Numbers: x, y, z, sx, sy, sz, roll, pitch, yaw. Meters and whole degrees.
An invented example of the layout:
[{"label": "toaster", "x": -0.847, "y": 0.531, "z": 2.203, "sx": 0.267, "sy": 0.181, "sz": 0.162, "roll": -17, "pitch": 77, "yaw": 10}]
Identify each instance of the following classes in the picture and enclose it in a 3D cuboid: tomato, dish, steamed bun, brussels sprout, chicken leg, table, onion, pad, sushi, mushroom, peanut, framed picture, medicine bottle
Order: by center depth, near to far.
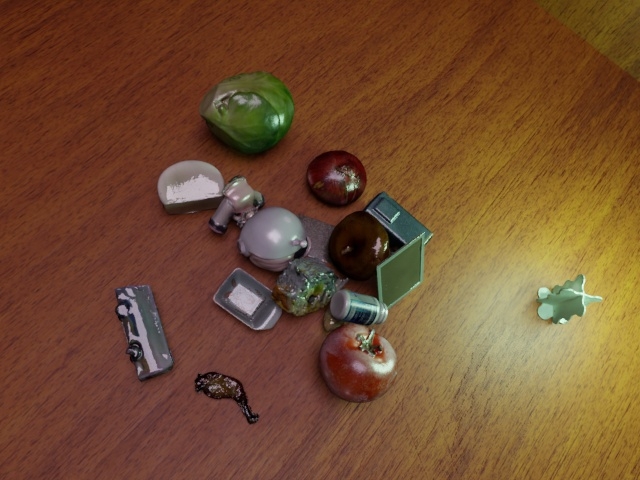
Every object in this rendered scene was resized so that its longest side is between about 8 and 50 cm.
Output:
[{"label": "chicken leg", "x": -0.303, "y": 0.515, "z": 1.656, "sx": 0.253, "sy": 0.051, "sz": 0.106, "roll": 33, "pitch": 74, "yaw": 2}, {"label": "tomato", "x": 0.122, "y": 0.420, "z": 1.665, "sx": 0.270, "sy": 0.227, "sz": 0.270, "roll": 19, "pitch": 28, "yaw": -11}, {"label": "medicine bottle", "x": 0.137, "y": 0.240, "z": 1.733, "sx": 0.191, "sy": 0.107, "sz": 0.107, "roll": 16, "pitch": 66, "yaw": -29}, {"label": "sushi", "x": -0.039, "y": 0.156, "z": 1.744, "sx": 0.139, "sy": 0.184, "sz": 0.274, "roll": 35, "pitch": 28, "yaw": 32}, {"label": "dish", "x": -0.251, "y": 0.222, "z": 1.763, "sx": 0.234, "sy": 0.064, "sz": 0.154, "roll": 35, "pitch": 68, "yaw": 4}, {"label": "framed picture", "x": 0.289, "y": 0.122, "z": 1.796, "sx": 0.232, "sy": 0.296, "sz": 0.019, "roll": -34, "pitch": 52, "yaw": -20}, {"label": "peanut", "x": 0.065, "y": 0.253, "z": 1.801, "sx": 0.082, "sy": 0.082, "sz": 0.187, "roll": 35, "pitch": 67, "yaw": 3}, {"label": "mushroom", "x": 0.153, "y": 0.017, "z": 1.824, "sx": 0.267, "sy": 0.254, "sz": 0.267, "roll": 4, "pitch": 100, "yaw": 26}, {"label": "steamed bun", "x": -0.475, "y": -0.200, "z": 1.829, "sx": 0.241, "sy": 0.146, "sz": 0.164, "roll": -11, "pitch": 75, "yaw": -12}, {"label": "brussels sprout", "x": -0.281, "y": -0.486, "z": 1.887, "sx": 0.354, "sy": 0.289, "sz": 0.281, "roll": 7, "pitch": 67, "yaw": -35}, {"label": "table", "x": 0.959, "y": 0.229, "z": 1.913, "sx": 0.166, "sy": 0.198, "sz": 0.166, "roll": 4, "pitch": 69, "yaw": -10}, {"label": "pad", "x": 0.000, "y": 0.000, "z": 1.922, "sx": 0.235, "sy": 0.003, "sz": 0.158, "roll": 19, "pitch": 68, "yaw": -4}, {"label": "onion", "x": 0.070, "y": -0.256, "z": 1.956, "sx": 0.248, "sy": 0.161, "sz": 0.248, "roll": 9, "pitch": 48, "yaw": -10}]

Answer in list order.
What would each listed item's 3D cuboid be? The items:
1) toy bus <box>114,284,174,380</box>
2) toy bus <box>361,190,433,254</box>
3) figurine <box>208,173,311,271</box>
[{"label": "toy bus", "x": -0.592, "y": 0.299, "z": 1.651, "sx": 0.138, "sy": 0.112, "sz": 0.317, "roll": -16, "pitch": 75, "yaw": -20}, {"label": "toy bus", "x": 0.280, "y": -0.047, "z": 1.905, "sx": 0.275, "sy": 0.167, "sz": 0.138, "roll": 42, "pitch": 69, "yaw": 7}, {"label": "figurine", "x": -0.216, "y": -0.043, "z": 1.786, "sx": 0.361, "sy": 0.211, "sz": 0.253, "roll": 44, "pitch": 69, "yaw": 8}]
